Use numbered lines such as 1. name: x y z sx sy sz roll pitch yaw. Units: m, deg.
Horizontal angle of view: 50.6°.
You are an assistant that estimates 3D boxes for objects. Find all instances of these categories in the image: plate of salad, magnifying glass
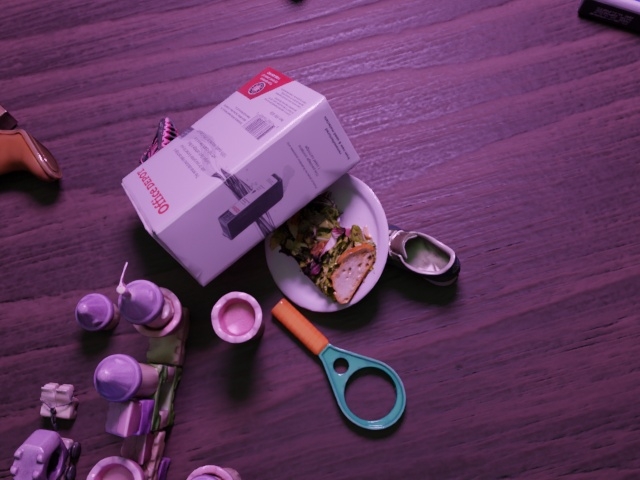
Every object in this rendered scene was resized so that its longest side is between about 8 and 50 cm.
1. plate of salad: 0.000 0.000 0.943 0.199 0.048 0.200 -2 86 30
2. magnifying glass: 0.022 0.169 0.946 0.231 0.026 0.092 42 83 12

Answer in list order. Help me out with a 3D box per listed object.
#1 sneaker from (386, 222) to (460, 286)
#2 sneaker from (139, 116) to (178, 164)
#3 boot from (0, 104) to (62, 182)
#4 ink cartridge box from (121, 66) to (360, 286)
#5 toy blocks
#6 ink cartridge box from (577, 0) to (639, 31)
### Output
1. sneaker: 0.107 0.004 0.946 0.192 0.086 0.064 22 79 9
2. sneaker: -0.249 -0.131 1.026 0.057 0.047 0.120 0 75 15
3. boot: -0.495 -0.109 1.022 0.197 0.073 0.152 40 81 23
4. ink cartridge box: -0.114 -0.095 0.922 0.272 0.114 0.197 -38 36 -6
5. toy blocks: -0.242 0.190 0.837 0.308 0.260 0.289 6 78 5
6. ink cartridge box: 0.587 -0.445 1.035 0.303 0.072 0.308 21 77 9
